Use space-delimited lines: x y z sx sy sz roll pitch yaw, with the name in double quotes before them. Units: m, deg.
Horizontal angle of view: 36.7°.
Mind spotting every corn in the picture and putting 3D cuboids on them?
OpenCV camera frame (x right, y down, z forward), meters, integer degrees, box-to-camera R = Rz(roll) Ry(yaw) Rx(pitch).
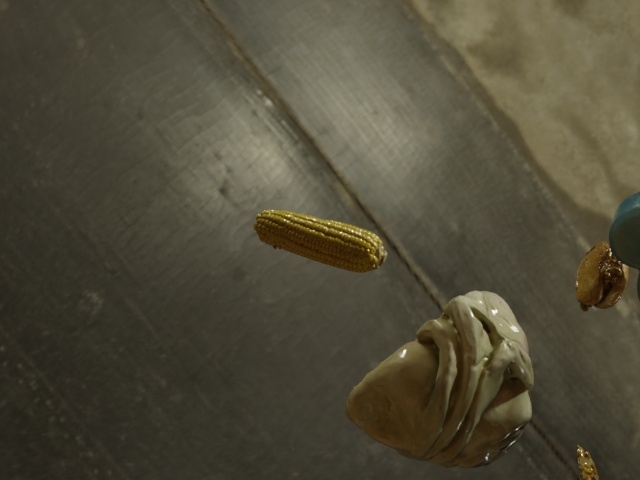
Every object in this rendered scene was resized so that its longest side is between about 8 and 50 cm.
"corn" 0.000 0.000 1.432 0.206 0.067 0.067 14 61 17

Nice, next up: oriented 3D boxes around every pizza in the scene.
"pizza" 0.487 0.450 1.704 0.184 0.036 0.176 35 45 -59

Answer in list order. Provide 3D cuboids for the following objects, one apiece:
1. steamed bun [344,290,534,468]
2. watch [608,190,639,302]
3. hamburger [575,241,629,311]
"steamed bun" 0.193 0.222 1.373 0.207 0.268 0.280 48 15 15
"watch" 0.376 0.003 0.849 0.211 0.211 0.193 49 51 -6
"hamburger" 0.612 0.080 2.101 0.083 0.147 0.138 19 59 -3
